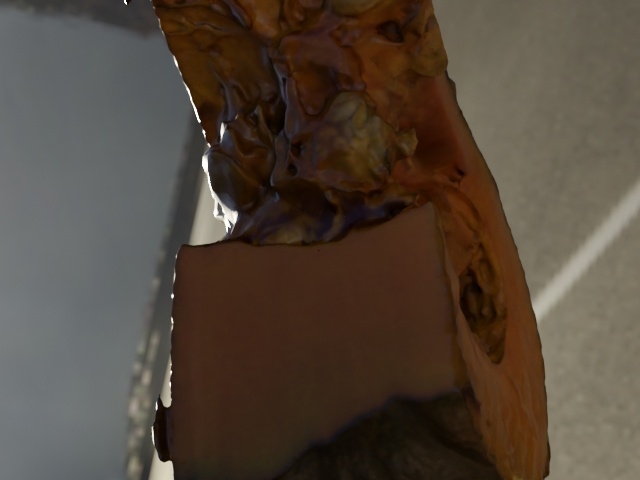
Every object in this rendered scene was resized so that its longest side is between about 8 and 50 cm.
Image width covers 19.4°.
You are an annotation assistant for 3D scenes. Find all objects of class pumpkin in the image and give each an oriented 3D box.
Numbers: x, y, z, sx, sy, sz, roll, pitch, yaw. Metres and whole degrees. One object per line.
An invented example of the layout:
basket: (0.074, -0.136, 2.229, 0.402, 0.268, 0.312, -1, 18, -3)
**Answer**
pumpkin: (-0.001, 0.000, 0.785, 0.190, 0.139, 0.280, -70, -38, -56)
